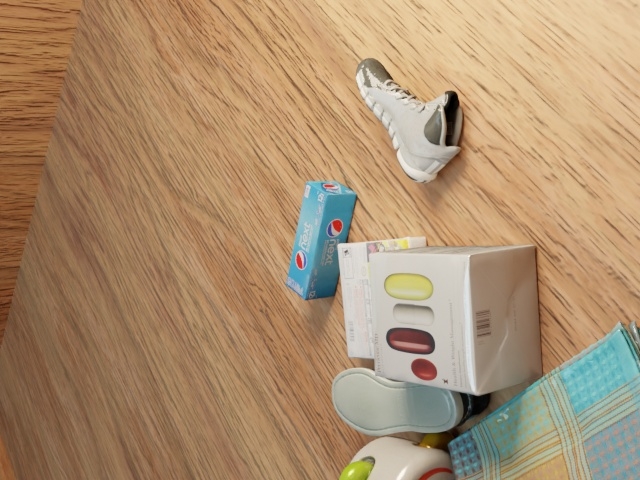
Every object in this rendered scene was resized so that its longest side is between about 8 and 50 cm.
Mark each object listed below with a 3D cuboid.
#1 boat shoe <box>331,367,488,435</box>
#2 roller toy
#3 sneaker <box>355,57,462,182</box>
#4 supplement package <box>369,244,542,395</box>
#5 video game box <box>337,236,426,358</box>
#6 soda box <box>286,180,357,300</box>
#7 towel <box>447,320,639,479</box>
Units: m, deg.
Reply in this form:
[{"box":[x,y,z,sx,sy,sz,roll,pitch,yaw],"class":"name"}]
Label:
[{"box":[0.138,0.259,1.385,0.302,0.091,0.114,-1,93,51],"class":"boat shoe"},{"box":[0.139,0.410,1.323,0.146,0.209,0.191,0,108,52],"class":"roller toy"},{"box":[0.153,-0.216,1.329,0.132,0.086,0.229,-39,74,42],"class":"sneaker"},{"box":[0.194,0.107,1.247,0.203,0.149,0.194,-1,94,52],"class":"supplement package"},{"box":[0.110,0.099,1.441,0.187,0.048,0.205,-5,91,55],"class":"video game box"},{"box":[0.000,0.000,1.552,0.067,0.071,0.210,36,122,45],"class":"soda box"},{"box":[0.311,0.308,1.113,0.370,0.040,0.271,-47,37,38],"class":"towel"}]
